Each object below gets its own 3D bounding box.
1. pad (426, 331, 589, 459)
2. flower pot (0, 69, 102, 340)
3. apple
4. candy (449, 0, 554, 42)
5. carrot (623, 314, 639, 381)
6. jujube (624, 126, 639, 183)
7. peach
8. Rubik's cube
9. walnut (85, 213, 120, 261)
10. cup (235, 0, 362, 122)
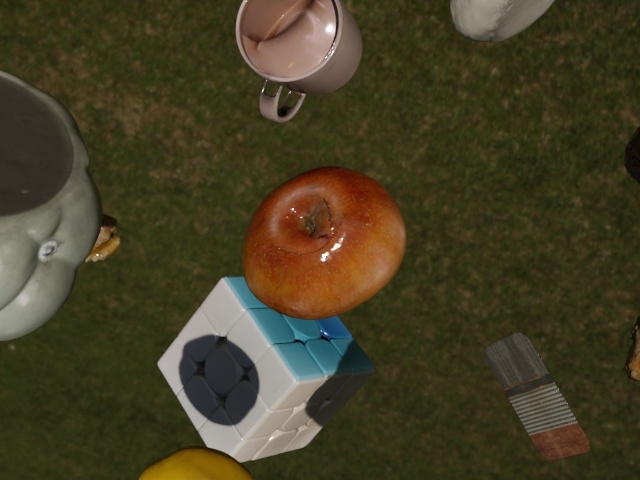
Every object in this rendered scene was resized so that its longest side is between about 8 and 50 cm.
[{"bbox_3d":[0.358,0.334,1.779,0.323,0.055,0.250,-38,79,44],"label":"pad"},{"bbox_3d":[-0.306,-0.024,0.761,0.246,0.246,0.195,25,136,-11],"label":"flower pot"},{"bbox_3d":[0.000,0.000,1.266,0.210,0.235,0.173,40,168,24],"label":"apple"},{"bbox_3d":[0.375,-0.528,1.807,0.185,0.295,0.295,50,148,16],"label":"candy"},{"bbox_3d":[0.580,0.112,1.514,0.102,0.263,0.102,11,-172,-2],"label":"carrot"},{"bbox_3d":[0.757,-0.204,1.981,0.155,0.155,0.230,14,161,5],"label":"jujube"},{"bbox_3d":[-0.172,0.367,1.236,0.179,0.179,0.103,19,-172,-2],"label":"peach"},{"bbox_3d":[-0.117,0.271,1.960,0.292,0.290,0.291,2,133,-51],"label":"Rubik's cube"},{"bbox_3d":[-0.448,-0.003,1.636,0.170,0.069,0.143,-2,147,-5],"label":"walnut"},{"bbox_3d":[-0.036,-0.331,1.633,0.191,0.253,0.200,20,-177,17],"label":"cup"}]
